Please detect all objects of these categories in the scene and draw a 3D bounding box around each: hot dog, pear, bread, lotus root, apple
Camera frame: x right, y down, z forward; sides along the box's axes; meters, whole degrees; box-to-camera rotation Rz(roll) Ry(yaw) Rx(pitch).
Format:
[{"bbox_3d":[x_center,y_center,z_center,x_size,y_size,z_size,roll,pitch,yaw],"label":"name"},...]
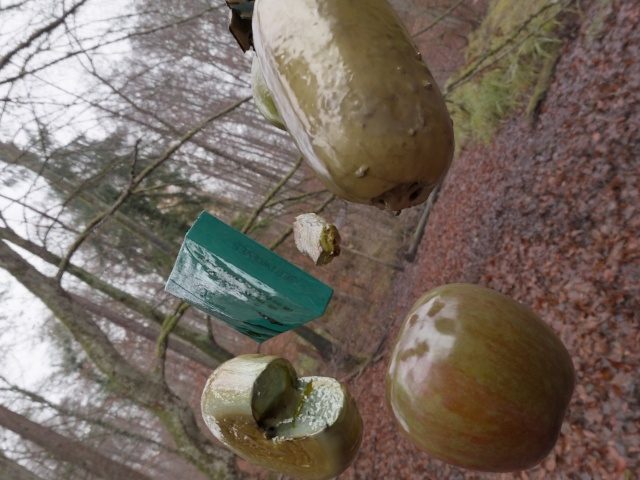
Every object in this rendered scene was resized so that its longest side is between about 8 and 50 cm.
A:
[{"bbox_3d":[0.001,-0.001,0.718,0.169,0.061,0.078,-137,47,-64],"label":"hot dog"},{"bbox_3d":[-0.059,-0.523,1.351,0.351,0.352,0.413,-69,14,-17],"label":"pear"},{"bbox_3d":[-0.078,0.352,0.864,0.160,0.333,0.332,-60,-11,-49],"label":"bread"},{"bbox_3d":[0.022,-0.187,0.448,0.152,0.342,0.169,-33,-14,37],"label":"lotus root"},{"bbox_3d":[0.222,0.195,0.605,0.257,0.234,0.256,-44,-33,-38],"label":"apple"}]

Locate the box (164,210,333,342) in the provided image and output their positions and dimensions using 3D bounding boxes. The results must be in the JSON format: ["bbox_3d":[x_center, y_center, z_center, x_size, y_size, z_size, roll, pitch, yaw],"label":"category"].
[{"bbox_3d":[-0.102,0.061,0.520,0.226,0.161,0.042,-39,21,58],"label":"box"}]

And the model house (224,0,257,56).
[{"bbox_3d":[-0.040,-0.414,0.711,0.271,0.207,0.177,45,-133,-76],"label":"model house"}]
